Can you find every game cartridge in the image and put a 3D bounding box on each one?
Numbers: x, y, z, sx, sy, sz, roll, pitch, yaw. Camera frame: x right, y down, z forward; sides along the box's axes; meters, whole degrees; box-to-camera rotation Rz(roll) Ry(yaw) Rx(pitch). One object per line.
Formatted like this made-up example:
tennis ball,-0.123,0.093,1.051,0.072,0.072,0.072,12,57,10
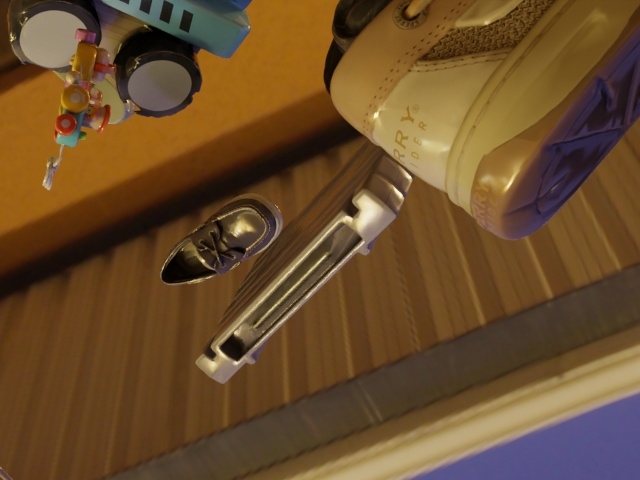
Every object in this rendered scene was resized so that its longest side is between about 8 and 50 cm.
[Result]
game cartridge,0.000,0.000,1.298,0.355,0.068,0.230,-46,-174,39

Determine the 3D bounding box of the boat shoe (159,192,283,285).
boat shoe,-0.170,0.011,1.850,0.285,0.103,0.092,-26,-163,46

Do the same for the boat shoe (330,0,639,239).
boat shoe,0.144,-0.155,0.483,0.110,0.122,0.341,36,-109,23

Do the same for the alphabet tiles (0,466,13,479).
alphabet tiles,-0.438,0.195,1.281,0.198,0.237,0.009,28,-116,39

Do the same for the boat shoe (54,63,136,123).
boat shoe,-0.383,-0.284,1.819,0.079,0.227,0.081,-37,180,14

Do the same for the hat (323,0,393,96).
hat,0.118,-0.364,1.797,0.331,0.134,0.331,-20,-132,24

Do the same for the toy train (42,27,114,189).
toy train,-0.223,-0.125,1.058,0.046,0.125,0.166,12,-139,-14

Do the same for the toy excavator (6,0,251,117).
toy excavator,-0.118,-0.374,1.360,0.445,0.432,0.222,-48,-141,30
